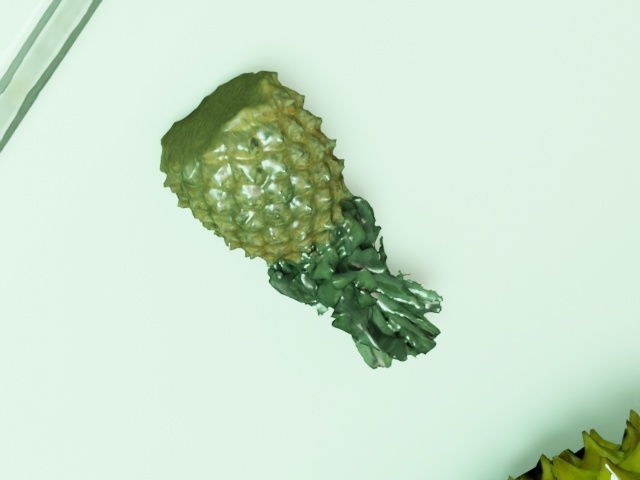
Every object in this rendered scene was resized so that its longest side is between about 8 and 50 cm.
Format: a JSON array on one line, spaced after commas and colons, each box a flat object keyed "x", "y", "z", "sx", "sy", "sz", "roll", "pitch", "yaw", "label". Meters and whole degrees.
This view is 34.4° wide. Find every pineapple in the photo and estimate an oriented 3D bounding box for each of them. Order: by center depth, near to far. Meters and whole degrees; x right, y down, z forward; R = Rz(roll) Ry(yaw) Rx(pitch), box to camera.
[{"x": 0.000, "y": 0.000, "z": 0.464, "sx": 0.074, "sy": 0.074, "sz": 0.159, "roll": -42, "pitch": 118, "yaw": -3, "label": "pineapple"}]

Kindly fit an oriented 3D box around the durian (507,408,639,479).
[{"x": 0.228, "y": 0.244, "z": 0.500, "sx": 0.384, "sy": 0.348, "sz": 0.348, "roll": -12, "pitch": 112, "yaw": 6, "label": "durian"}]
